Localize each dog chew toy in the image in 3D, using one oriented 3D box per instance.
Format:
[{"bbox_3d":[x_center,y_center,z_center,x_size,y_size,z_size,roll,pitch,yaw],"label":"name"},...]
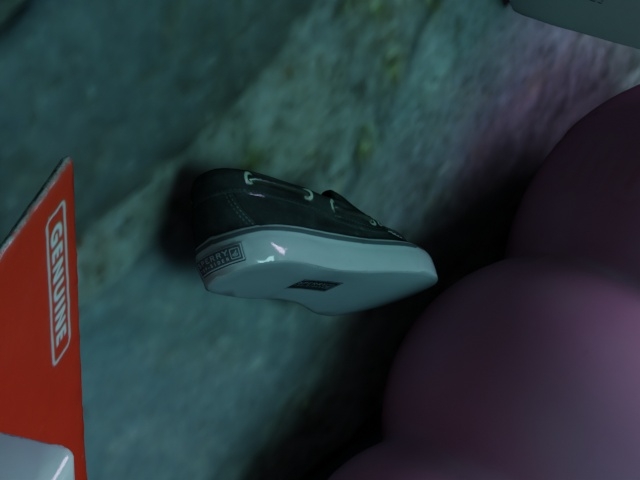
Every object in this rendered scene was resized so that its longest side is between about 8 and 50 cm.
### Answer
[{"bbox_3d":[0.121,0.076,0.795,0.332,0.207,0.206,-41,136,-22],"label":"dog chew toy"}]

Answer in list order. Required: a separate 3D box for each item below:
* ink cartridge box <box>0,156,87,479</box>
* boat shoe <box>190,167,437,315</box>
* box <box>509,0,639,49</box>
[{"bbox_3d":[-0.093,0.153,0.553,0.239,0.060,0.275,-60,160,-48],"label":"ink cartridge box"},{"bbox_3d":[0.000,0.000,0.717,0.142,0.049,0.040,12,59,-59],"label":"boat shoe"},{"bbox_3d":[0.152,-0.165,0.715,0.119,0.182,0.181,-52,141,-21],"label":"box"}]
